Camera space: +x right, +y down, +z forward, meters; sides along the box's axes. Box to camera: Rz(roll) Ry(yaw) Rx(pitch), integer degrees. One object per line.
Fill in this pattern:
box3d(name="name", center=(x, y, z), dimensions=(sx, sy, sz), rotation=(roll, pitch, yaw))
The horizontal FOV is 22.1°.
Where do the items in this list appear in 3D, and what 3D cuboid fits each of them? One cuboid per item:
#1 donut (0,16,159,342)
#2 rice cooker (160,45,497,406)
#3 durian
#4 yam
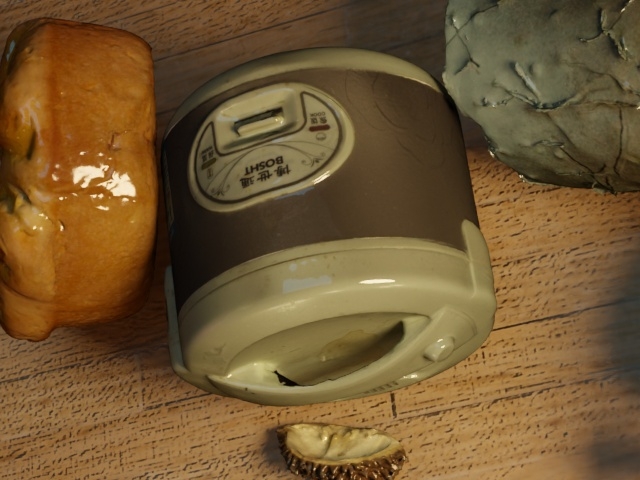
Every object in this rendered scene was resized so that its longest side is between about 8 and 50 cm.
box3d(name="donut", center=(-0.229, -0.056, 1.506), dimensions=(0.150, 0.317, 0.299), rotation=(-1, 105, -9))
box3d(name="rice cooker", center=(0.000, 0.002, 1.413), dimensions=(0.288, 0.288, 0.277), rotation=(-14, 65, 17))
box3d(name="durian", center=(0.012, 0.190, 1.458), dimensions=(0.130, 0.052, 0.066), rotation=(6, 69, 25))
box3d(name="yam", center=(0.296, -0.150, 1.326), dimensions=(0.348, 0.241, 0.241), rotation=(5, 70, 48))
